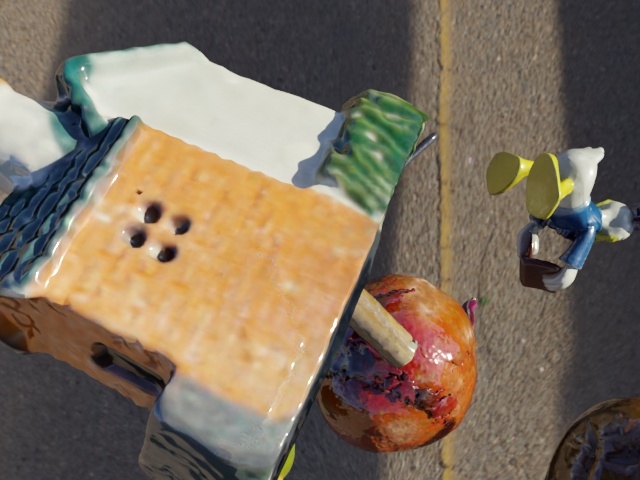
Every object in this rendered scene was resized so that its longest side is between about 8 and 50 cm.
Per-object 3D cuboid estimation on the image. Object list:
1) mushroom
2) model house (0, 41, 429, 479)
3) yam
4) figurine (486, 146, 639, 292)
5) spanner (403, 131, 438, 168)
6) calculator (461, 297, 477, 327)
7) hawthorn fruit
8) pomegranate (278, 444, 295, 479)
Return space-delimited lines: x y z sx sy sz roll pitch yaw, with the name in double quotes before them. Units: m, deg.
"mushroom" 0.313 0.265 0.861 0.194 0.138 0.231 -27 41 8
"model house" -0.112 -0.004 0.531 0.300 0.190 0.272 26 59 0
"yam" 0.008 0.045 0.967 0.264 0.046 0.046 43 77 -10
"figurine" 0.460 -0.023 1.498 0.338 0.284 0.204 3 28 -24
"spanner" 0.078 -0.071 1.081 0.208 0.046 0.012 -44 100 -18
"calculator" 0.274 0.190 1.725 0.034 0.190 0.127 31 107 3
"hawthorn fruit" 0.115 0.208 1.381 0.315 0.316 0.316 -1 70 3
"pomegranate" -0.103 0.345 1.323 0.159 0.159 0.205 -29 65 -6
